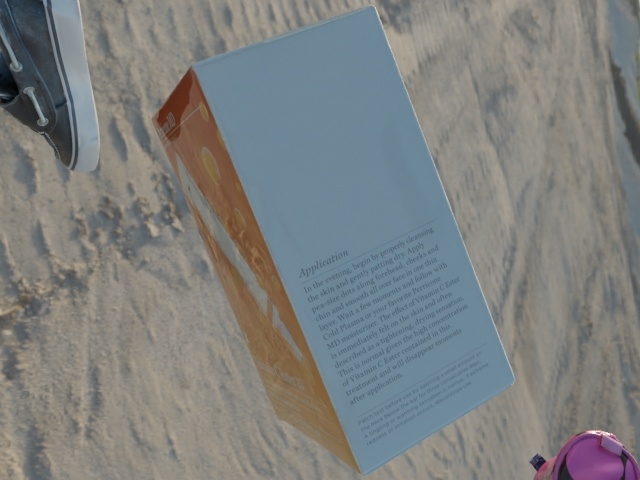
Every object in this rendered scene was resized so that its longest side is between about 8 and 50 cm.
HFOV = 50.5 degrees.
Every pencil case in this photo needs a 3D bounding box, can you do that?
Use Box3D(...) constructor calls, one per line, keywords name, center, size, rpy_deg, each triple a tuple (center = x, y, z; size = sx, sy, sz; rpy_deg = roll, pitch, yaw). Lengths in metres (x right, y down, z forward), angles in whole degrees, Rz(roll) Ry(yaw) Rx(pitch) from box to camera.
Box3D(name="pencil case", center=(0.276, 0.256, 0.719), size=(0.098, 0.095, 0.209), rpy_deg=(-49, 159, -12))

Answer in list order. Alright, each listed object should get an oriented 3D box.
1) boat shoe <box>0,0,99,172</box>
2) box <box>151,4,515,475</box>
Box3D(name="boat shoe", center=(-0.304, -0.171, 0.732), size=(0.301, 0.102, 0.108), rpy_deg=(115, -45, -60))
Box3D(name="box", center=(0.000, 0.000, 0.634), size=(0.168, 0.215, 0.345), rpy_deg=(-24, 97, -21))
